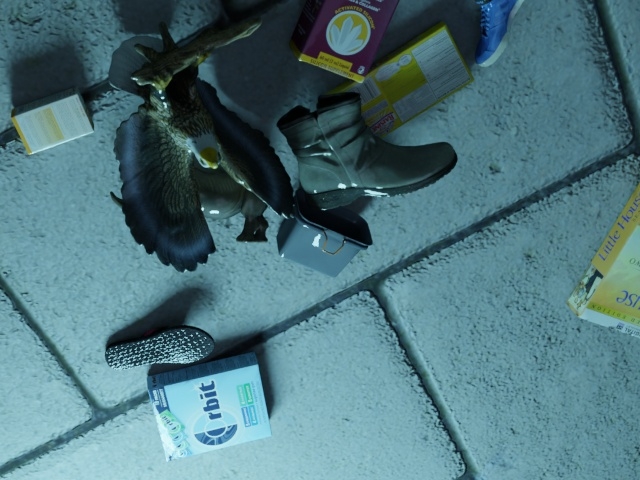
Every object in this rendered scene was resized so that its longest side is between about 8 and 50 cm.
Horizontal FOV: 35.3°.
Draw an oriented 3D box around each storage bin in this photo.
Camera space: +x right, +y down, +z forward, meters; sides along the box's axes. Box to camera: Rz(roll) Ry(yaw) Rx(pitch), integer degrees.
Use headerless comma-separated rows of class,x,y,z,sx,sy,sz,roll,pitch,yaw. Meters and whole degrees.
storage bin,0.000,0.000,1.566,0.135,0.098,0.091,22,120,-23

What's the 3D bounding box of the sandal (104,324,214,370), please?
sandal,-0.259,0.167,1.620,0.179,0.040,0.067,-10,114,8

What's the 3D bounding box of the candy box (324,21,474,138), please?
candy box,0.119,-0.230,1.507,0.206,0.027,0.105,-31,123,4

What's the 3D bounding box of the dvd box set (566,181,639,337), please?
dvd box set,0.656,-0.010,1.737,0.308,0.062,0.420,19,111,-22

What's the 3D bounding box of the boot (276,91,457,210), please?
boot,0.070,-0.145,1.479,0.247,0.083,0.161,-14,118,6

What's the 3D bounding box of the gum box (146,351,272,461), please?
gum box,-0.185,0.280,1.691,0.185,0.041,0.156,-12,120,-7

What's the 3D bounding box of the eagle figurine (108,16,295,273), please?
eagle figurine,-0.172,-0.132,1.381,0.226,0.225,0.298,-1,132,12

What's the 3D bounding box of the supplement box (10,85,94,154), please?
supplement box,-0.374,-0.169,1.410,0.099,0.036,0.062,-19,120,-3

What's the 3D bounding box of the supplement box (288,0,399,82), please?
supplement box,0.043,-0.331,1.404,0.104,0.081,0.188,17,112,-21

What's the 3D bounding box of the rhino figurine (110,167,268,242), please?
rhino figurine,-0.189,-0.057,1.491,0.243,0.073,0.106,6,92,-16

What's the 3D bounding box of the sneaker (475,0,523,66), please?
sneaker,0.242,-0.334,1.464,0.085,0.058,0.152,17,107,-28
